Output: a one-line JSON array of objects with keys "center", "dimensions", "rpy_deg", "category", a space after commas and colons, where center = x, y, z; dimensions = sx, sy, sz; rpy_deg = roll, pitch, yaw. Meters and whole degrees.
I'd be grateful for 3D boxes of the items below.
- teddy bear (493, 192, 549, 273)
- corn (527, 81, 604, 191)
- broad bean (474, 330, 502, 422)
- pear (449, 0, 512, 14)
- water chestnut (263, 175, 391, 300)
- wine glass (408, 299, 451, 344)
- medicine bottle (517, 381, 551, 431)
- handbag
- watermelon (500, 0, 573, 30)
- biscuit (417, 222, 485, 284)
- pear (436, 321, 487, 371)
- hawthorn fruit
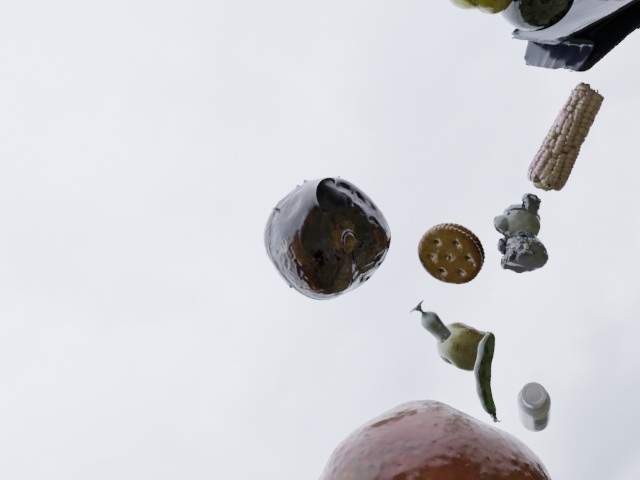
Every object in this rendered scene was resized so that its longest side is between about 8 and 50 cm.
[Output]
[{"center": [0.587, -0.010, 1.918], "dimensions": [0.144, 0.250, 0.171], "rpy_deg": [4, -38, -2], "category": "teddy bear"}, {"center": [0.735, -0.307, 1.926], "dimensions": [0.127, 0.127, 0.335], "rpy_deg": [10, -72, -40], "category": "corn"}, {"center": [0.423, 0.344, 1.618], "dimensions": [0.039, 0.069, 0.226], "rpy_deg": [1, -98, -44], "category": "broad bean"}, {"center": [0.411, -0.665, 1.592], "dimensions": [0.200, 0.200, 0.199], "rpy_deg": [-18, -56, -29], "category": "pear"}, {"center": [0.000, 0.000, 1.668], "dimensions": [0.335, 0.347, 0.335], "rpy_deg": [12, -111, -33], "category": "water chestnut"}, {"center": [0.201, 0.150, 1.166], "dimensions": [0.039, 0.083, 0.042], "rpy_deg": [-42, -6, 16], "category": "wine glass"}, {"center": [0.617, 0.479, 1.846], "dimensions": [0.095, 0.095, 0.260], "rpy_deg": [-45, -33, -8], "category": "medicine bottle"}, {"center": [0.761, -0.615, 1.824], "dimensions": [0.329, 0.303, 0.122], "rpy_deg": [-33, -65, -2], "category": "handbag"}, {"center": [0.573, -0.668, 1.708], "dimensions": [0.212, 0.212, 0.212], "rpy_deg": [-18, -56, -29], "category": "watermelon"}, {"center": [0.412, 0.045, 2.029], "dimensions": [0.066, 0.221, 0.220], "rpy_deg": [-46, -38, -50], "category": "biscuit"}, {"center": [0.434, 0.321, 1.947], "dimensions": [0.167, 0.167, 0.136], "rpy_deg": [30, -96, -43], "category": "pear"}, {"center": [0.179, 0.436, 1.007], "dimensions": [0.403, 0.403, 0.402], "rpy_deg": [-18, -56, -29], "category": "hawthorn fruit"}]
